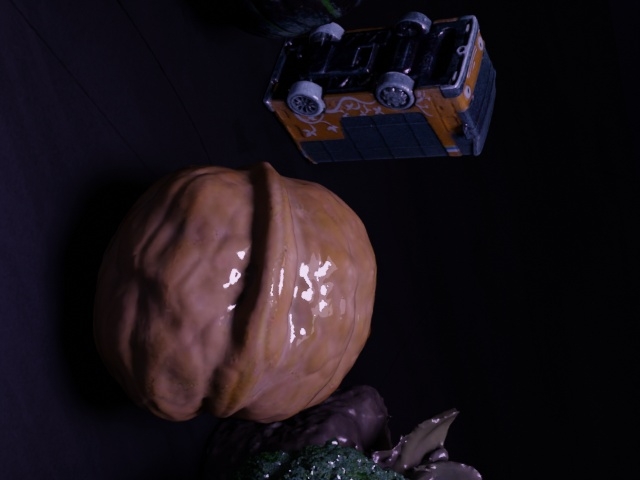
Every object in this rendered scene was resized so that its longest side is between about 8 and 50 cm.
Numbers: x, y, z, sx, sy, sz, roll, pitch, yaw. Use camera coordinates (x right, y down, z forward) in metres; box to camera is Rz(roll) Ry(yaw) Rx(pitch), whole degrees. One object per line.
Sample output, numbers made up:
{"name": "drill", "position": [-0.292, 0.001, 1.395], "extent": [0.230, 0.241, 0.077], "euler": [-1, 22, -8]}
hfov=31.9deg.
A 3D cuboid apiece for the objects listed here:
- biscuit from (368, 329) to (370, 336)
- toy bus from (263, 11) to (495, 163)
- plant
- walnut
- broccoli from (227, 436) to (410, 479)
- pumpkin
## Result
{"name": "biscuit", "position": [0.054, 0.106, 1.652], "extent": [0.092, 0.016, 0.082], "euler": [-2, 90, -62]}
{"name": "toy bus", "position": [0.087, -0.194, 1.472], "extent": [0.167, 0.275, 0.139], "euler": [55, 43, -45]}
{"name": "plant", "position": [0.033, 0.291, 1.313], "extent": [0.213, 0.312, 0.215], "euler": [-31, 117, -54]}
{"name": "walnut", "position": [-0.086, 0.051, 1.174], "extent": [0.296, 0.285, 0.285], "euler": [11, 76, -23]}
{"name": "broccoli", "position": [0.000, 0.353, 1.125], "extent": [0.269, 0.254, 0.269], "euler": [-158, -90, -86]}
{"name": "pumpkin", "position": [-0.039, -0.369, 1.309], "extent": [0.248, 0.248, 0.248], "euler": [7, 82, -60]}
